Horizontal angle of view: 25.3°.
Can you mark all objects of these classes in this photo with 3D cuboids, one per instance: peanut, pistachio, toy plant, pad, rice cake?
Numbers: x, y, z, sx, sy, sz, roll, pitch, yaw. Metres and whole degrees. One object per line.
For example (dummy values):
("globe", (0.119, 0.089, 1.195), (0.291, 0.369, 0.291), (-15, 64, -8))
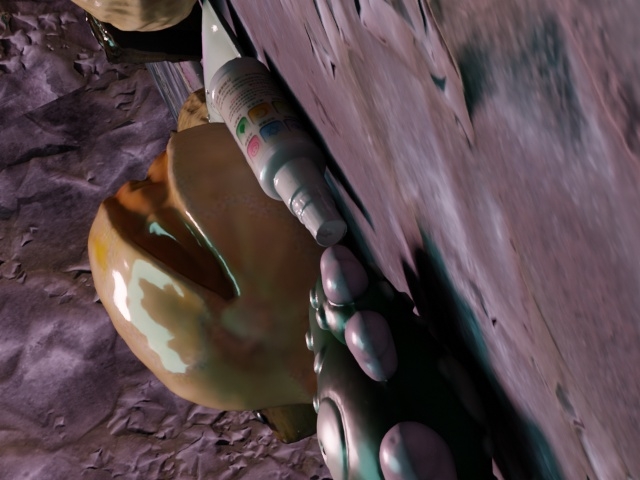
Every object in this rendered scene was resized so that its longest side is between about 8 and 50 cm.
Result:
("peanut", (-0.173, -0.262, 1.219), (0.298, 0.136, 0.120), (94, 161, -80))
("pistachio", (-0.086, 0.027, 1.300), (0.309, 0.230, 0.230), (51, 167, 47))
("toy plant", (0.053, 0.121, 0.956), (0.232, 0.112, 0.243), (64, -176, -71))
("peanut", (-0.119, -0.123, 1.621), (0.194, 0.083, 0.093), (-120, 16, -59))
("pad", (-0.186, -0.258, 1.443), (0.174, 0.022, 0.233), (63, -156, 4))
("rice cake", (-0.194, -0.262, 1.977), (0.208, 0.033, 0.033), (63, 176, 12))

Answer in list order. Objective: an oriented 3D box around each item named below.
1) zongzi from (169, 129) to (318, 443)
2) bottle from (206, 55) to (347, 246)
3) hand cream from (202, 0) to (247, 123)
("zongzi", (-0.090, 0.046, 1.727), (0.323, 0.160, 0.360), (68, 173, -30))
("bottle", (-0.032, -0.072, 1.156), (0.217, 0.060, 0.060), (59, 173, 46))
("hand cream", (-0.088, -0.159, 1.367), (0.078, 0.050, 0.205), (62, 170, 18))
